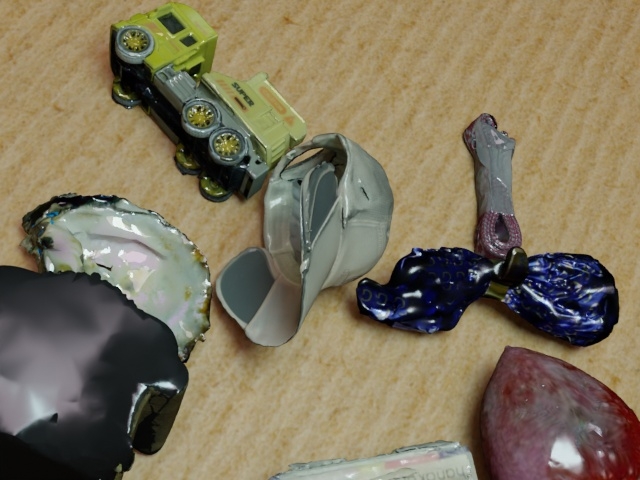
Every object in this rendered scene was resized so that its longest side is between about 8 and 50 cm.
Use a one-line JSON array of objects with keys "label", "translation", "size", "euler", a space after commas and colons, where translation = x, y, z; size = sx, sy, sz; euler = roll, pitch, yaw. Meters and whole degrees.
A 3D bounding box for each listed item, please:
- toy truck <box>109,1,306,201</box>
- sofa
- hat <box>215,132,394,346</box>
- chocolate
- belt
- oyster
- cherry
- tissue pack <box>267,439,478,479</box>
[{"label": "toy truck", "translation": [-0.146, -0.187, 1.132], "size": [0.157, 0.124, 0.272], "euler": [-38, 79, -27]}, {"label": "sofa", "translation": [-0.277, 0.156, 0.902], "size": [0.259, 0.200, 0.182], "euler": [20, 50, -5]}, {"label": "hat", "translation": [-0.005, 0.004, 1.027], "size": [0.161, 0.232, 0.275], "euler": [29, 46, -10]}, {"label": "chocolate", "translation": [0.209, 0.059, 1.106], "size": [0.344, 0.148, 0.126], "euler": [5, 46, -14]}, {"label": "belt", "translation": [0.248, -0.071, 1.226], "size": [0.071, 0.053, 0.231], "euler": [3, 64, -6]}, {"label": "oyster", "translation": [-0.248, 0.049, 1.015], "size": [0.260, 0.092, 0.198], "euler": [39, 61, -5]}, {"label": "cherry", "translation": [0.279, 0.234, 1.014], "size": [0.192, 0.175, 0.249], "euler": [-25, 71, -8]}, {"label": "tissue pack", "translation": [0.075, 0.399, 0.908], "size": [0.243, 0.125, 0.343], "euler": [-5, 64, -17]}]
